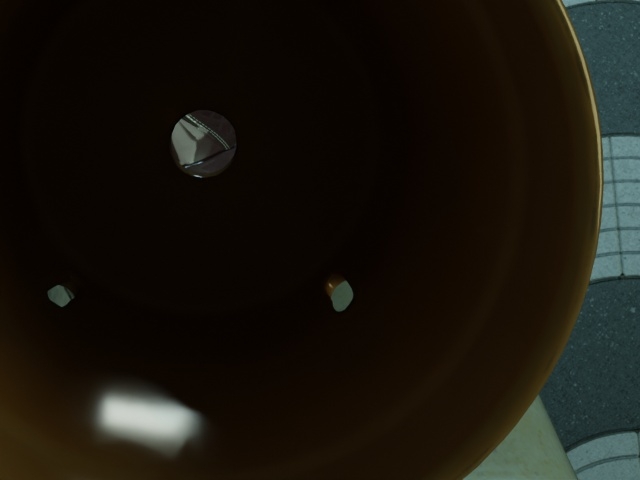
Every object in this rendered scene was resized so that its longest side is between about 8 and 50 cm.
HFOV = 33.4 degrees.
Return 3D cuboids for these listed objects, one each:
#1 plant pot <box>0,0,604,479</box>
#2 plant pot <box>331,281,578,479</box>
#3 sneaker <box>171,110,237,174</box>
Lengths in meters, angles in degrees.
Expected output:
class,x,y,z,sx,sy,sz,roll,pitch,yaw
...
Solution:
class,x,y,z,sx,sy,sz,roll,pitch,yaw
plant pot,-0.052,-0.033,0.470,0.203,0.291,0.290,-120,-158,-75
plant pot,0.038,0.147,0.784,0.333,0.334,0.305,69,10,-57
sneaker,-0.081,-0.128,0.738,0.281,0.107,0.162,-64,145,-68
